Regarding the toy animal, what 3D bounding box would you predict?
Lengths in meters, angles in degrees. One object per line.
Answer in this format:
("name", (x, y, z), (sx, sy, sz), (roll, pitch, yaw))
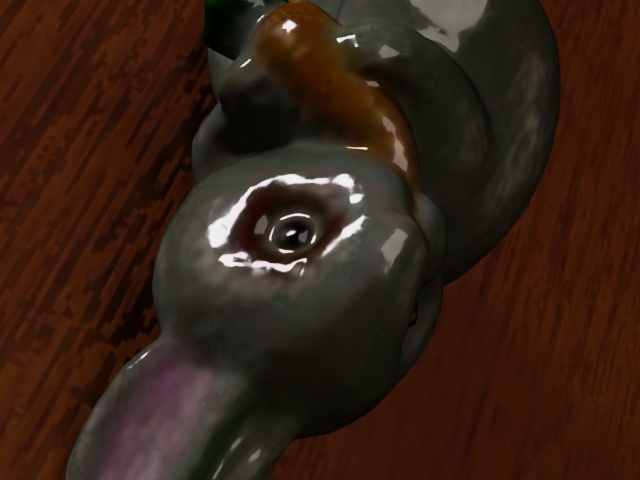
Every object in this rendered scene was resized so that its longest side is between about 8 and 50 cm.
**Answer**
("toy animal", (0.003, 0.001, 0.575), (0.127, 0.125, 0.251), (20, 53, -2))
